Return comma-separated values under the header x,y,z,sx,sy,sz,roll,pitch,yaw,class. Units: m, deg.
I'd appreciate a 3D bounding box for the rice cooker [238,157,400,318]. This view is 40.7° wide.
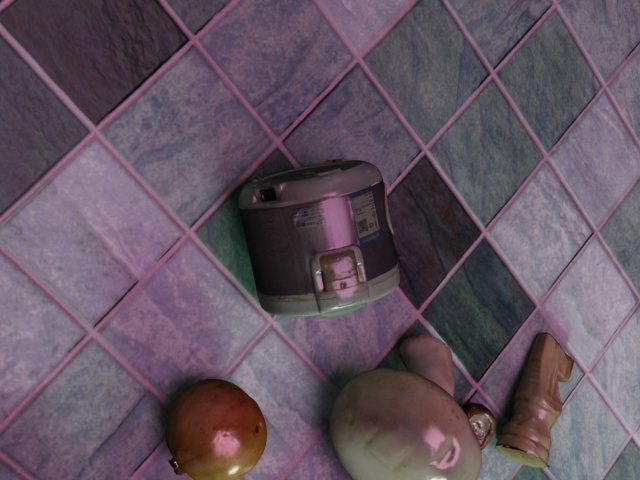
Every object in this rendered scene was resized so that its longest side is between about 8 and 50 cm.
x,y,z,sx,sy,sz,roll,pitch,yaw,class
0.002,0.002,1.580,0.288,0.288,0.277,-16,101,-27,rice cooker

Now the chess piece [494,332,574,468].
x,y,z,sx,sy,sz,roll,pitch,yaw,class
0.508,0.368,2.010,0.137,0.137,0.301,34,67,-28,chess piece

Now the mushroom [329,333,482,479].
x,y,z,sx,sy,sz,roll,pitch,yaw,class
0.152,0.363,1.703,0.315,0.315,0.356,-3,60,-29,mushroom

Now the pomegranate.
x,y,z,sx,sy,sz,roll,pitch,yaw,class
-0.191,0.348,1.559,0.191,0.191,0.191,-3,96,-29,pomegranate

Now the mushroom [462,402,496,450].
x,y,z,sx,sy,sz,roll,pitch,yaw,class
0.338,0.424,1.943,0.123,0.052,0.123,-6,104,-25,mushroom
